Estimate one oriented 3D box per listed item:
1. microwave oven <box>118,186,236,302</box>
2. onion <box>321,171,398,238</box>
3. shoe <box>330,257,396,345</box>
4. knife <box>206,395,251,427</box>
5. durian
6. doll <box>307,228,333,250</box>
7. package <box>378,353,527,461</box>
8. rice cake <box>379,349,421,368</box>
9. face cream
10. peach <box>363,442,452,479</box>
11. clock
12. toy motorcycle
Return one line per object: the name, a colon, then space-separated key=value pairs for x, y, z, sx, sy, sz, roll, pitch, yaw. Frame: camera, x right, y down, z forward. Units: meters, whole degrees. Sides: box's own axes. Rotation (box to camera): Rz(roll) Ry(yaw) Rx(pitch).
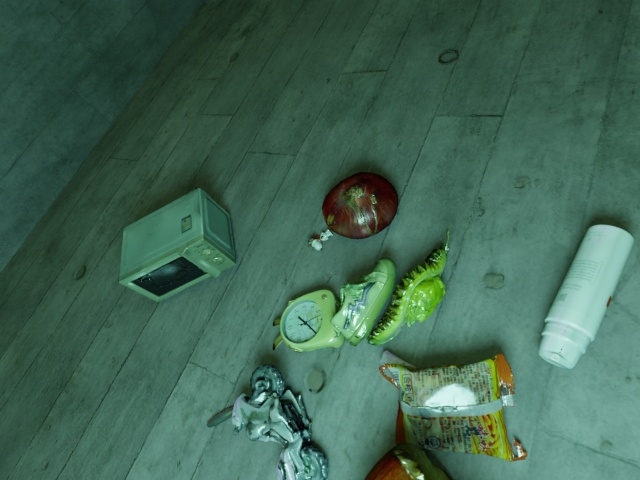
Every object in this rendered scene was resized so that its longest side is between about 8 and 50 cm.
microwave oven: x=-0.512 y=0.025 z=1.464 sx=0.355 sy=0.218 sz=0.286 roll=-26 pitch=51 yaw=11
onion: x=0.123 y=-0.120 z=1.275 sx=0.249 sy=0.161 sz=0.248 roll=-15 pitch=35 yaw=10
shoe: x=0.121 y=0.154 z=1.082 sx=0.262 sy=0.128 sz=0.140 roll=-64 pitch=13 yaw=-15
knife: x=-0.225 y=0.482 z=1.158 sx=0.248 sy=0.018 sz=0.035 roll=-31 pitch=49 yaw=6
durian: x=0.254 y=0.134 z=1.053 sx=0.375 sy=0.132 sz=0.106 roll=-51 pitch=9 yaw=-3
doll: x=-0.002 y=-0.006 z=1.333 sx=0.058 sy=0.040 sz=0.085 roll=30 pitch=81 yaw=24
package: x=0.283 y=0.375 z=0.883 sx=0.289 sy=0.108 sz=0.223 roll=-11 pitch=86 yaw=22
rice cake: x=0.243 y=0.333 z=0.996 sx=0.207 sy=0.036 sz=0.047 roll=21 pitch=88 yaw=34
face cream: x=0.593 y=0.128 z=0.902 sx=0.102 sy=0.102 sz=0.345 roll=24 pitch=74 yaw=36
peach: x=0.197 y=0.575 z=0.678 sx=0.354 sy=0.339 sz=0.416 roll=-10 pitch=52 yaw=21
clock: x=-0.049 y=0.249 z=1.180 sx=0.232 sy=0.069 sz=0.169 roll=-18 pitch=55 yaw=18
toy motorcycle: x=-0.119 y=0.494 z=1.029 sx=0.188 sy=0.143 sz=0.326 roll=-39 pitch=65 yaw=12
